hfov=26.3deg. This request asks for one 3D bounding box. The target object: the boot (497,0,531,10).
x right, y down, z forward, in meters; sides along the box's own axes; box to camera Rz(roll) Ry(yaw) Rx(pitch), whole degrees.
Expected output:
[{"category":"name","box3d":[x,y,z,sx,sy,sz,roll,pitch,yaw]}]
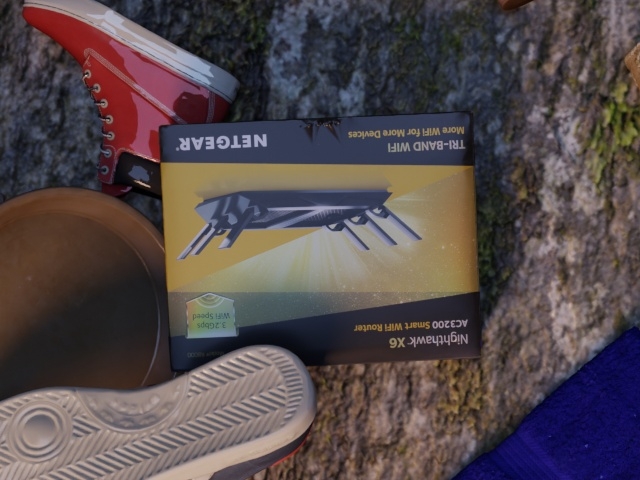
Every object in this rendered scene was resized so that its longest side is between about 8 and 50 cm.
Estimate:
[{"category":"boot","box3d":[0.241,-0.344,1.418,0.197,0.073,0.152,-22,77,-1]}]

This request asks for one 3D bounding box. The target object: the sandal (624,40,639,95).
[{"category":"sandal","box3d":[0.353,-0.190,1.399,0.079,0.088,0.240,6,74,37]}]

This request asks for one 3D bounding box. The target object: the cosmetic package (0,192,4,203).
[{"category":"cosmetic package","box3d":[-0.416,0.111,1.300,0.097,0.284,0.377,6,84,5]}]

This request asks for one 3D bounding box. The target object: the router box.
[{"category":"router box","box3d":[0.000,0.000,1.355,0.308,0.081,0.243,-3,93,0]}]

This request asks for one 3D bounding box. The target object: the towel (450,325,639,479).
[{"category":"towel","box3d":[0.249,0.240,1.289,0.308,0.076,0.228,-40,48,-3]}]

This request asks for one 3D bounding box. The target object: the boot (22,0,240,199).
[{"category":"boot","box3d":[-0.229,-0.144,1.422,0.244,0.088,0.176,29,87,4]}]

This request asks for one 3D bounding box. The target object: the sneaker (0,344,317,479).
[{"category":"sneaker","box3d":[-0.170,0.201,1.289,0.349,0.148,0.131,-11,65,-1]}]

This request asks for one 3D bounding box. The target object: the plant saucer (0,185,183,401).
[{"category":"plant saucer","box3d":[-0.256,0.085,1.347,0.277,0.041,0.278,-1,92,-33]}]
